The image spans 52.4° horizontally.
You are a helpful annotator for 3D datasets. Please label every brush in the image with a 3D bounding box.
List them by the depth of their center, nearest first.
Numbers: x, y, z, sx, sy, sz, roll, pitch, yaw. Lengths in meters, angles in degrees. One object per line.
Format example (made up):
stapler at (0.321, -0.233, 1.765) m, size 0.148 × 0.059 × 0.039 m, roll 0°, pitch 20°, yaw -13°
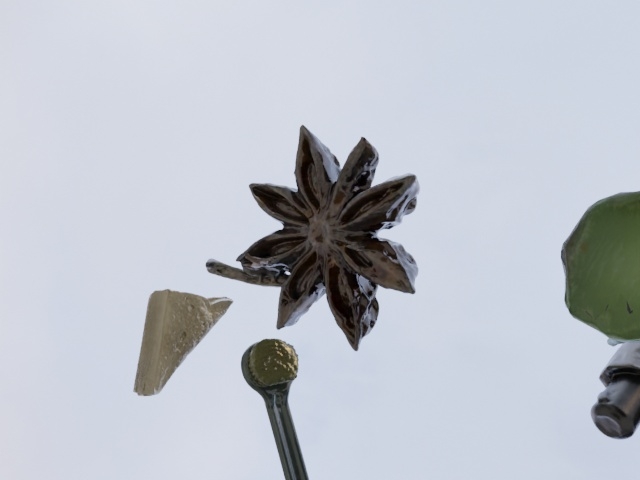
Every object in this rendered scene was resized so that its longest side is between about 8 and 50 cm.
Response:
brush at (-0.023, 0.224, 0.645) m, size 0.027 × 0.062 × 0.266 m, roll -41°, pitch -120°, yaw 50°

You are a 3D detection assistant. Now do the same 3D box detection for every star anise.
star anise at (0.000, -0.001, 0.649) m, size 0.263 × 0.081 × 0.230 m, roll -23°, pitch -99°, yaw 34°

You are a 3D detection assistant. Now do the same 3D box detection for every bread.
bread at (-0.191, 0.144, 0.906) m, size 0.077 × 0.105 × 0.152 m, roll -13°, pitch -113°, yaw 56°

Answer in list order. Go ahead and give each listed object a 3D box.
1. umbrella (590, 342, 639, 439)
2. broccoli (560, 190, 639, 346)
umbrella at (0.384, 0.089, 0.683) m, size 0.337 × 0.073 × 0.067 m, roll -34°, pitch -92°, yaw -30°
broccoli at (0.303, 0.028, 0.387) m, size 0.298 × 0.298 × 0.297 m, roll -13°, pitch -105°, yaw 60°
